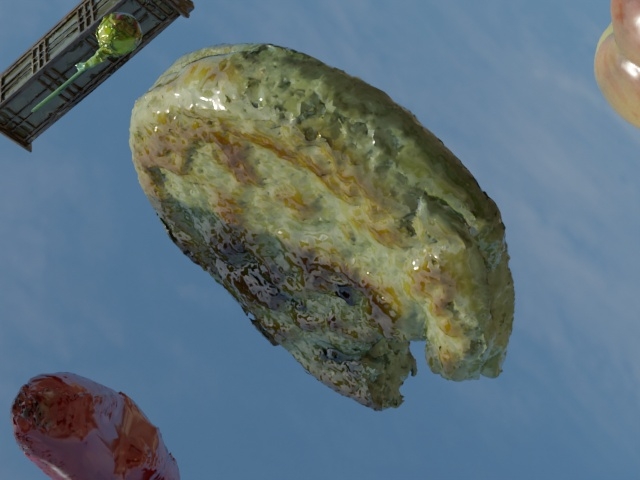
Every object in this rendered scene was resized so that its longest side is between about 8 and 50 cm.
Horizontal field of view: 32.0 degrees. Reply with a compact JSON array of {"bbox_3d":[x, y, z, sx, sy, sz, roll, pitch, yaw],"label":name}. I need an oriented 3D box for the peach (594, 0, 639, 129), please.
[{"bbox_3d":[0.393,-0.196,1.111,0.232,0.232,0.232,25,-138,-25],"label":"peach"}]

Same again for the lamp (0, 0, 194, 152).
[{"bbox_3d":[-0.314,-0.254,1.481,0.089,0.325,0.090,36,-153,-39],"label":"lamp"}]

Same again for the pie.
[{"bbox_3d":[-0.005,-0.006,0.750,0.302,0.302,0.067,43,-122,-4],"label":"pie"}]

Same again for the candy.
[{"bbox_3d":[-0.200,-0.148,0.944,0.035,0.123,0.035,35,-158,-47],"label":"candy"}]

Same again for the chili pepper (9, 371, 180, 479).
[{"bbox_3d":[-0.201,0.205,1.049,0.110,0.387,0.110,-3,-117,6],"label":"chili pepper"}]
